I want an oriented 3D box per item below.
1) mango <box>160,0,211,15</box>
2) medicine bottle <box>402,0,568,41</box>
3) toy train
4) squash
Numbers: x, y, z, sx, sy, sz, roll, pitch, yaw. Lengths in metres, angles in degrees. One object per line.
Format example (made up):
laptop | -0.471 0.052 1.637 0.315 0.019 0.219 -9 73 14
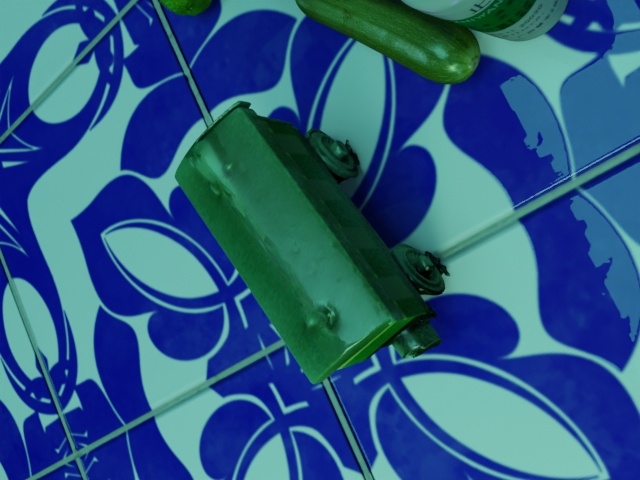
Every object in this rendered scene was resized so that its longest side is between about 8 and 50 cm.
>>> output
mango | -0.161 -0.359 0.915 0.119 0.100 0.179 21 114 28
medicine bottle | 0.124 -0.225 0.636 0.095 0.260 0.095 5 98 36
toy train | 0.000 0.000 0.782 0.120 0.202 0.301 -44 70 25
squash | 0.066 -0.224 0.793 0.228 0.066 0.066 33 112 27
